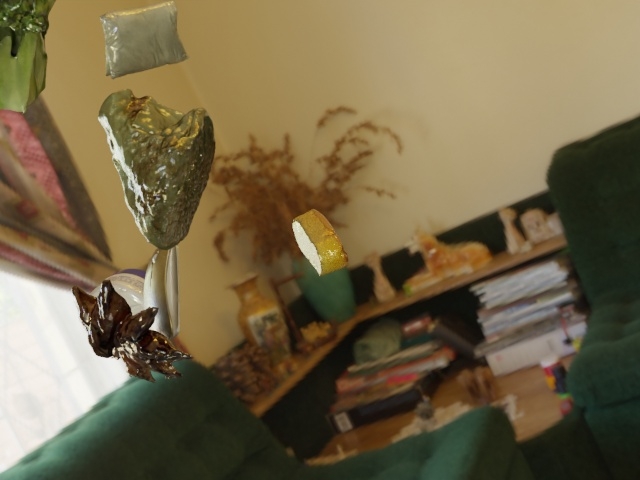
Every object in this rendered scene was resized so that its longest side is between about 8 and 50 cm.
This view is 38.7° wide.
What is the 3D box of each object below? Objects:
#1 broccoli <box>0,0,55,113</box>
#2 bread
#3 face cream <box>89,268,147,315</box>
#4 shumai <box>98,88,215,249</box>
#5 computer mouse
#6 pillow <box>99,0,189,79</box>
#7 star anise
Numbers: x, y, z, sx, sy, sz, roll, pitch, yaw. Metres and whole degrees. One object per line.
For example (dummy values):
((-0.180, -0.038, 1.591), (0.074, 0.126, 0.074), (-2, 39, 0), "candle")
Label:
((-0.430, -0.346, 1.180), (0.302, 0.249, 0.375), (-52, 13, 33), "broccoli")
((0.000, 0.000, 2.383), (0.094, 0.102, 0.245), (-21, 29, -10), "bread")
((-0.462, 0.180, 2.200), (0.206, 0.206, 0.111), (-24, 12, 23), "face cream")
((-0.309, -0.125, 1.607), (0.222, 0.204, 0.271), (96, -174, -53), "shumai")
((-0.300, 0.094, 1.720), (0.045, 0.199, 0.102), (7, -19, -33), "computer mouse")
((-0.362, -0.405, 1.843), (0.181, 0.134, 0.078), (-24, 33, -35), "pillow")
((-0.357, 0.183, 1.637), (0.272, 0.272, 0.102), (-20, 24, 51), "star anise")
